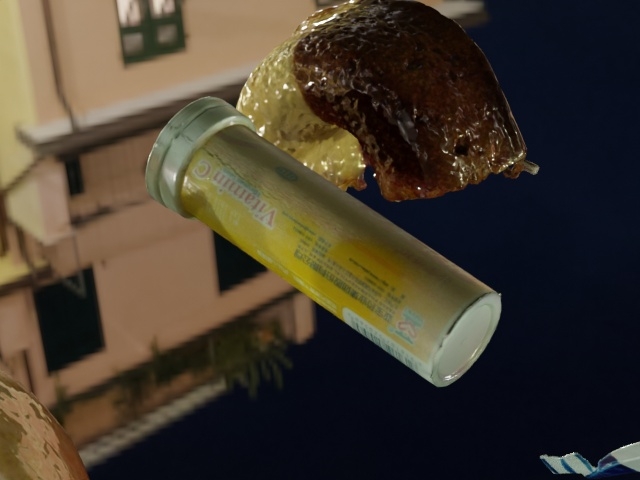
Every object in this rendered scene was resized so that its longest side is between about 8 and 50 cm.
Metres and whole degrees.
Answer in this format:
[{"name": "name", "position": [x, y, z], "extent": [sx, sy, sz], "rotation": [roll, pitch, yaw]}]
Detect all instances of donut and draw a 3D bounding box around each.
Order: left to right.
[{"name": "donut", "position": [0.017, -0.082, 1.035], "extent": [0.217, 0.141, 0.085], "rotation": [-10, -167, 44]}]

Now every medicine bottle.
[{"name": "medicine bottle", "position": [0.000, 0.000, 0.889], "extent": [0.218, 0.074, 0.074], "rotation": [34, -132, 27]}]

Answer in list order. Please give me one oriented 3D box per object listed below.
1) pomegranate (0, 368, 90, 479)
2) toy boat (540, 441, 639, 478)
[{"name": "pomegranate", "position": [-0.262, 0.187, 0.880], "extent": [0.319, 0.319, 0.319], "rotation": [-3, -147, 2]}, {"name": "toy boat", "position": [0.296, 0.142, 1.123], "extent": [0.291, 0.067, 0.220], "rotation": [-8, 163, 32]}]
